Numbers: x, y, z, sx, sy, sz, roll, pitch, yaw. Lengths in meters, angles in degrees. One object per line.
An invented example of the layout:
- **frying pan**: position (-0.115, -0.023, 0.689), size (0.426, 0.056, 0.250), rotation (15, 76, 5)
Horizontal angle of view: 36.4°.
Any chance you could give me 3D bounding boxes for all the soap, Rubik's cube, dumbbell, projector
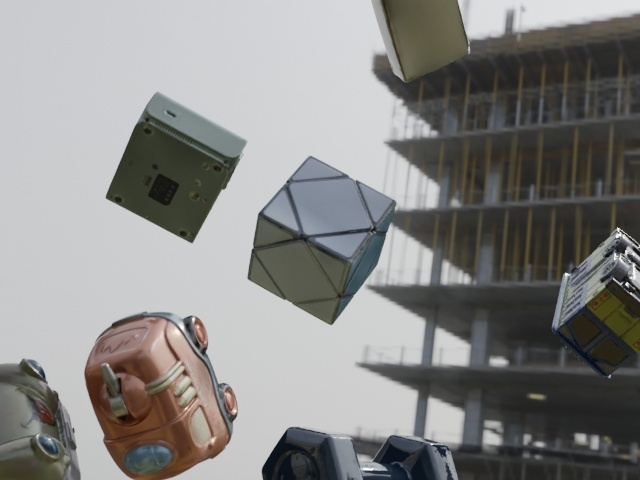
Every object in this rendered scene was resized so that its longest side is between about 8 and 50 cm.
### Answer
- **soap**: position (0.148, -0.347, 1.478), size (0.121, 0.064, 0.183), rotation (-25, -57, -6)
- **Rubik's cube**: position (0.000, 0.000, 1.891), size (0.207, 0.205, 0.205), rotation (30, -39, 12)
- **dumbbell**: position (0.068, 0.356, 1.438), size (0.156, 0.144, 0.316), rotation (3, -9, 43)
- **projector**: position (-0.277, -0.132, 1.858), size (0.198, 0.108, 0.250), rotation (28, -49, -8)

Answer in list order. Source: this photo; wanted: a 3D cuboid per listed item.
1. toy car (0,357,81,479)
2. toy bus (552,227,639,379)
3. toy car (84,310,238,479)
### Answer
- **toy car**: position (-0.528, 0.297, 1.337), size (0.336, 0.242, 0.226), rotation (-28, -57, -6)
- **toy bus**: position (0.536, 0.108, 1.785), size (0.138, 0.288, 0.175), rotation (42, -64, 0)
- **toy car**: position (-0.258, 0.253, 1.500), size (0.180, 0.271, 0.212), rotation (-18, 14, 14)
